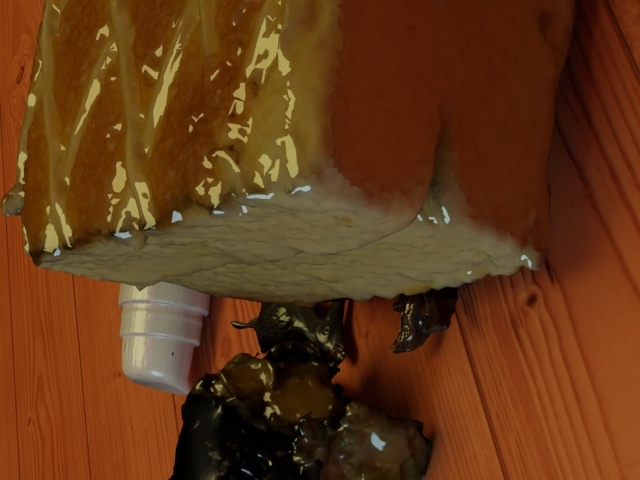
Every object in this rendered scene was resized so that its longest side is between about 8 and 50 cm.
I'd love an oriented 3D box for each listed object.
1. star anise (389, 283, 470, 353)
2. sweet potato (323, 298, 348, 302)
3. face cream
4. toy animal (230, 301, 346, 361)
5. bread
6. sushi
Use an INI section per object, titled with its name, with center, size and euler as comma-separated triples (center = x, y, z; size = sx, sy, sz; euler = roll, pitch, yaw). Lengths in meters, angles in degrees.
[star anise]
center = 0.090, 0.022, 1.141
size = 0.141, 0.042, 0.141
euler = -168, 90, -69
[sweet potato]
center = -0.002, 0.006, 1.269
size = 0.081, 0.062, 0.233
euler = -67, 20, 12
[face cream]
center = -0.162, -0.009, 1.568
size = 0.102, 0.102, 0.345
euler = -17, 63, 59
[toy animal]
center = -0.026, 0.070, 1.343
size = 0.202, 0.070, 0.105
euler = 27, 113, 55
[bread]
center = -0.023, -0.146, 1.086
size = 0.371, 0.279, 0.390
euler = -15, 60, 48
[sushi]
center = -0.031, 0.184, 1.171
size = 0.200, 0.213, 0.204
euler = -55, 44, -2
